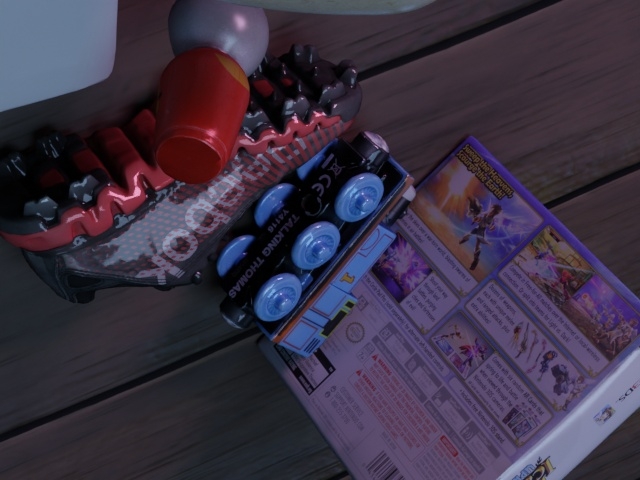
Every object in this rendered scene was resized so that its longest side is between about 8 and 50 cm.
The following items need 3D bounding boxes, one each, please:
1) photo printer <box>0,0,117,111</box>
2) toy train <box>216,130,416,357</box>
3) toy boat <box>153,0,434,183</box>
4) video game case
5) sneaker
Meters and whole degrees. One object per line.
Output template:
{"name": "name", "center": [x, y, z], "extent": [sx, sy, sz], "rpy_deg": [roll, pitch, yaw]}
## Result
{"name": "photo printer", "center": [-0.233, -0.215, 1.002], "extent": [0.256, 0.107, 0.308], "rpy_deg": [-18, 130, -33]}
{"name": "toy train", "center": [0.000, 0.000, 1.343], "extent": [0.184, 0.080, 0.105], "rpy_deg": [-51, 142, 8]}
{"name": "toy boat", "center": [-0.045, -0.182, 1.001], "extent": [0.267, 0.148, 0.318], "rpy_deg": [14, 138, -5]}
{"name": "video game case", "center": [0.107, 0.084, 1.332], "extent": [0.244, 0.269, 0.061], "rpy_deg": [-45, 134, 5]}
{"name": "sneaker", "center": [-0.092, -0.041, 1.240], "extent": [0.276, 0.097, 0.135], "rpy_deg": [-26, 132, -10]}
